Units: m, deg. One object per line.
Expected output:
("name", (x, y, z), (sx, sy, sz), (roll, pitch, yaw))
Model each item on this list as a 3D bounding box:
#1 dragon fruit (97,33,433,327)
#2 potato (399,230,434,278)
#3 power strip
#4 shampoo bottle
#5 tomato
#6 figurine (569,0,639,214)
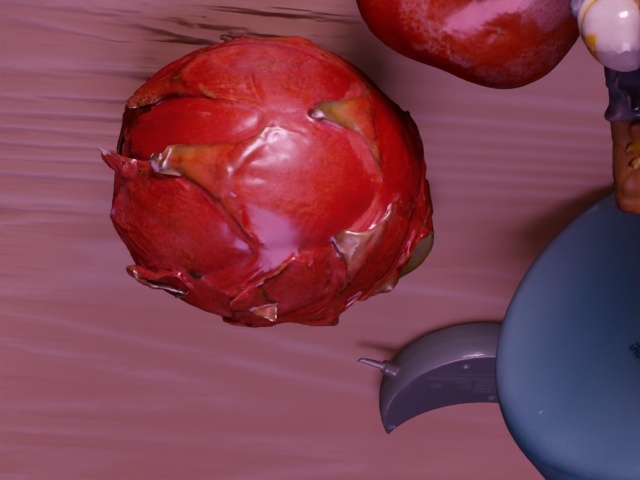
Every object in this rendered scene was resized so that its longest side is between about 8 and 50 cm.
("dragon fruit", (-0.040, -0.043, 1.501), (0.252, 0.241, 0.241), (31, 135, 4))
("potato", (0.000, 0.000, 1.657), (0.188, 0.085, 0.105), (7, 136, -5))
("power strip", (0.138, 0.133, 1.843), (0.216, 0.044, 0.137), (3, 138, -7))
("shampoo bottle", (0.362, 0.152, 1.662), (0.331, 0.331, 0.343), (-23, 134, 22))
("tomato", (0.117, -0.195, 1.394), (0.187, 0.151, 0.187), (1, 134, 1))
("figurine", (0.217, -0.206, 1.253), (0.261, 0.186, 0.382), (-10, 106, -4))
